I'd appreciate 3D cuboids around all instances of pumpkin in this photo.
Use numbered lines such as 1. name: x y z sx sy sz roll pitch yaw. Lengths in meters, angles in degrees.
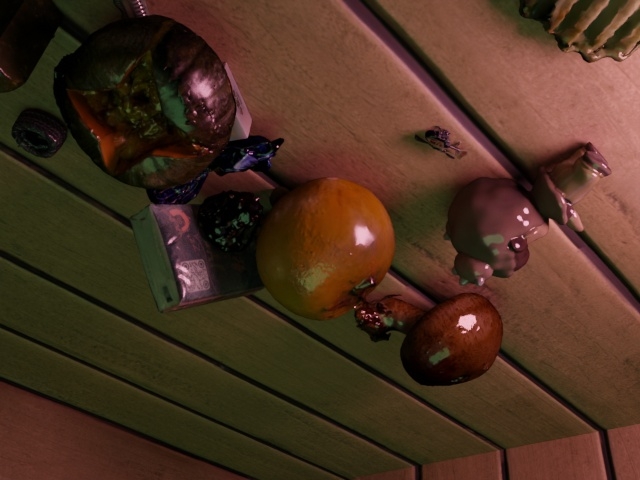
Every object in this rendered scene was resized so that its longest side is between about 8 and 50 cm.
1. pumpkin: -0.306 -0.243 1.106 0.320 0.192 0.320 5 122 7

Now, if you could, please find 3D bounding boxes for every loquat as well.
1. loquat: 0.000 0.000 1.393 0.328 0.359 0.328 -30 150 -20

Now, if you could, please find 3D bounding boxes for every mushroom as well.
1. mushroom: 0.330 0.263 1.757 0.334 0.356 0.331 -39 131 -4

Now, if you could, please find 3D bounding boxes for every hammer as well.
1. hammer: -0.338 -0.407 1.119 0.158 0.041 0.226 -3 141 12

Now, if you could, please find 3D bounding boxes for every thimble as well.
1. thimble: -0.626 -0.237 1.363 0.104 0.066 0.095 22 138 -14

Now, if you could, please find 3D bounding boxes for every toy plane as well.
1. toy plane: 0.260 -0.205 1.293 0.120 0.031 0.049 21 145 -14

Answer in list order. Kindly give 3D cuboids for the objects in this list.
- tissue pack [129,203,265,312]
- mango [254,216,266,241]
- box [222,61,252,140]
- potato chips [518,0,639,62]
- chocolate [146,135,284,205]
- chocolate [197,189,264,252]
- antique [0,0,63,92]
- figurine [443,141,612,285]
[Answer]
1. tissue pack: -0.265 0.030 1.406 0.103 0.228 0.315 -23 172 30
2. mango: -0.134 0.003 1.576 0.105 0.084 0.159 8 142 8
3. box: -0.282 -0.269 1.265 0.242 0.067 0.155 -7 138 16
4. potato chips: 0.494 -0.456 0.912 0.358 0.070 0.429 14 143 -13
5. chocolate: -0.224 -0.173 1.351 0.343 0.126 0.148 -18 174 26
6. chocolate: -0.176 -0.059 1.357 0.156 0.156 0.133 33 136 -29
7. antique: -0.543 -0.353 1.075 0.080 0.221 0.081 -8 141 19
8. figurine: 0.428 -0.066 1.307 0.380 0.248 0.203 -35 122 25
